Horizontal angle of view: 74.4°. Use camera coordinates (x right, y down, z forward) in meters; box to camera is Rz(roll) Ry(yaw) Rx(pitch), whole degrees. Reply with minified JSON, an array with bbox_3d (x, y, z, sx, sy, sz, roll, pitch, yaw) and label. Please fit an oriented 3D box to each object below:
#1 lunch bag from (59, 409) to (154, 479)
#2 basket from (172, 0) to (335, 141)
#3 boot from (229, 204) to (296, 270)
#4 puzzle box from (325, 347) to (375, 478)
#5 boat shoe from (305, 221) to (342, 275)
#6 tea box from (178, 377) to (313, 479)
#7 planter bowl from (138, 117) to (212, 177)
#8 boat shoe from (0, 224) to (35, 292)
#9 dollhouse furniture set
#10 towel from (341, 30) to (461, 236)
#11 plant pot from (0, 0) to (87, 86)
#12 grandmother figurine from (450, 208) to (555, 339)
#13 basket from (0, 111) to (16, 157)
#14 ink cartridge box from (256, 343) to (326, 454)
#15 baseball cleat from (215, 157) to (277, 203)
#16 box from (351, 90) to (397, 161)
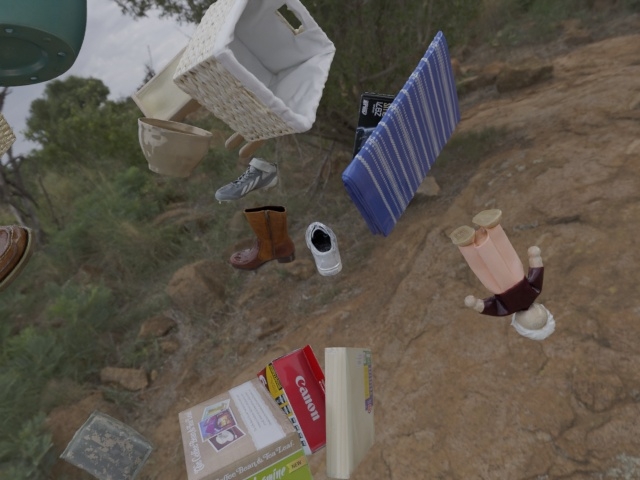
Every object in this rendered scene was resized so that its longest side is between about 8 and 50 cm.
[{"bbox_3d":[-0.713,0.698,1.427,0.168,0.235,0.287,-59,11,-26],"label":"lunch bag"},{"bbox_3d":[-0.180,-0.501,1.201,0.267,0.328,0.331,-6,60,42],"label":"basket"},{"bbox_3d":[-0.232,-0.005,1.532,0.264,0.280,0.096,-2,52,7],"label":"boot"},{"bbox_3d":[0.086,0.420,1.101,0.052,0.409,0.271,-5,74,14],"label":"puzzle box"},{"bbox_3d":[0.000,0.000,0.866,0.066,0.063,0.184,-12,31,3],"label":"boat shoe"},{"bbox_3d":[-0.151,0.535,0.930,0.220,0.323,0.329,-20,8,-20],"label":"tea box"},{"bbox_3d":[-0.341,-0.211,0.978,0.162,0.109,0.162,13,19,-5],"label":"planter bowl"},{"bbox_3d":[-0.654,0.058,0.739,0.307,0.104,0.110,-30,61,7],"label":"boat shoe"},{"bbox_3d":[-0.442,-0.485,1.560,0.256,0.362,0.394,-39,-9,8],"label":"dollhouse furniture set"},{"bbox_3d":[0.167,-0.188,0.823,0.040,0.243,0.336,27,78,33],"label":"towel"},{"bbox_3d":[-0.482,-0.367,0.597,0.293,0.235,0.293,-16,0,0],"label":"plant pot"},{"bbox_3d":[0.435,0.101,0.982,0.208,0.342,0.104,-35,16,17],"label":"grandmother figurine"},{"bbox_3d":[-0.869,-0.252,1.052,0.103,0.113,0.167,13,56,-3],"label":"basket"},{"bbox_3d":[-0.067,0.536,1.409,0.130,0.309,0.272,-17,-20,-31],"label":"ink cartridge box"},{"bbox_3d":[-0.215,-0.181,1.217,0.206,0.109,0.072,-27,45,-37],"label":"baseball cleat"},{"bbox_3d":[0.169,-0.296,1.127,0.148,0.180,0.077,9,27,2],"label":"box"}]
